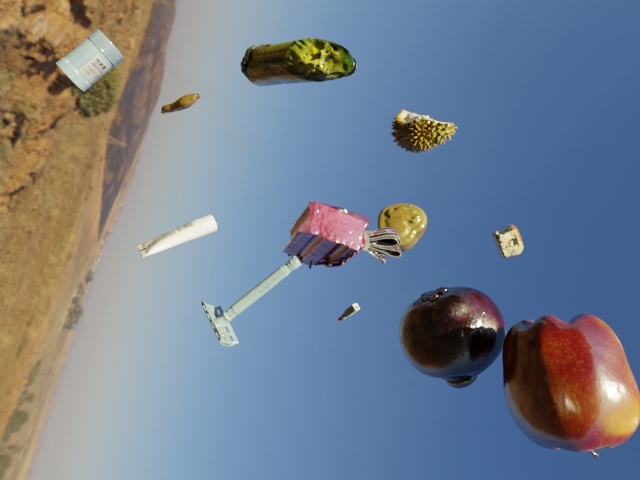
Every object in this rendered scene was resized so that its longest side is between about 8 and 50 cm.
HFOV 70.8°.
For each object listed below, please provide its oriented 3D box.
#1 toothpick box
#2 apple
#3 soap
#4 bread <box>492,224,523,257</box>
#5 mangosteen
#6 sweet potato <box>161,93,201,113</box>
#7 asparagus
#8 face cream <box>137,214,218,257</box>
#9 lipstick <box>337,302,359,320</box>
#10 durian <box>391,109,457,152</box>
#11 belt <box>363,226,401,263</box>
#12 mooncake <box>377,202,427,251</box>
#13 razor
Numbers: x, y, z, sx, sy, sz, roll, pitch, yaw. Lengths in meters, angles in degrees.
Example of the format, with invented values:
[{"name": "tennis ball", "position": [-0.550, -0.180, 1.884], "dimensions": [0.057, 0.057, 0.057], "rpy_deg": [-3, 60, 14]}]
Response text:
[{"name": "toothpick box", "position": [-0.657, -0.515, 1.290], "dimensions": [0.153, 0.101, 0.101], "rpy_deg": [-43, -155, -5]}, {"name": "apple", "position": [0.567, 0.333, 1.037], "dimensions": [0.288, 0.289, 0.316], "rpy_deg": [-30, -120, 57]}, {"name": "soap", "position": [0.000, 0.000, 1.152], "dimensions": [0.250, 0.162, 0.099], "rpy_deg": [136, -33, -65]}, {"name": "bread", "position": [0.558, 0.001, 1.332], "dimensions": [0.077, 0.083, 0.070], "rpy_deg": [-21, -171, 11]}, {"name": "mangosteen", "position": [0.377, 0.279, 1.295], "dimensions": [0.297, 0.298, 0.292], "rpy_deg": [-25, -110, 59]}, {"name": "sweet potato", "position": [-0.287, -0.272, 0.905], "dimensions": [0.115, 0.026, 0.026], "rpy_deg": [-9, -118, 29]}, {"name": "asparagus", "position": [-0.072, -0.477, 1.208], "dimensions": [0.382, 0.128, 0.108], "rpy_deg": [19, -105, 47]}, {"name": "face cream", "position": [-0.437, -0.013, 1.389], "dimensions": [0.092, 0.244, 0.058], "rpy_deg": [33, -39, 54]}, {"name": "lipstick", "position": [0.110, 0.303, 1.864], "dimensions": [0.129, 0.030, 0.030], "rpy_deg": [-45, -113, 41]}, {"name": "durian", "position": [0.339, -0.356, 1.506], "dimensions": [0.137, 0.183, 0.249], "rpy_deg": [-67, -162, 9]}, {"name": "belt", "position": [0.134, -0.007, 1.721], "dimensions": [0.094, 0.360, 0.126], "rpy_deg": [-86, -173, -65]}, {"name": "mooncake", "position": [0.375, -0.076, 2.130], "dimensions": [0.117, 0.235, 0.234], "rpy_deg": [64, 26, -60]}, {"name": "razor", "position": [-0.139, 0.110, 0.950], "dimensions": [0.232, 0.068, 0.106], "rpy_deg": [-40, -120, 6]}]
